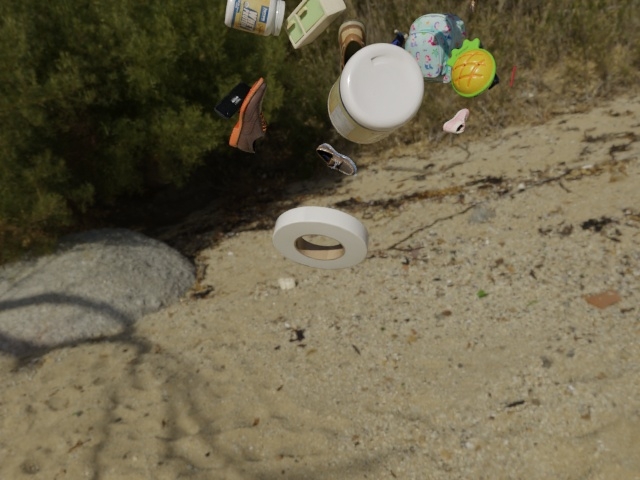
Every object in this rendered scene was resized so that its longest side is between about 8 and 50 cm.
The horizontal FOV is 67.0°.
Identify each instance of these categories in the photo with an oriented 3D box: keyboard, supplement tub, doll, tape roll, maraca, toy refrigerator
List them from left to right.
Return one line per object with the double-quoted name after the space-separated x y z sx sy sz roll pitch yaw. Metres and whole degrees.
-0.322 -0.528 1.870 0.192 0.100 0.038 -55 3 -28 "keyboard"
-0.240 -0.834 1.764 0.199 0.144 0.144 8 4 -15 "supplement tub"
-0.031 -0.788 1.706 0.094 0.102 0.269 -34 12 -24 "toy refrigerator"
0.000 0.000 1.934 0.391 0.072 0.392 7 -30 4 "tape roll"
0.145 -0.406 1.397 0.228 0.228 0.316 -16 4 -7 "supplement tub"
0.332 -0.844 2.082 0.046 0.129 0.189 8 49 36 "doll"
0.419 -0.483 1.351 0.127 0.186 0.099 -31 -33 31 "maraca"

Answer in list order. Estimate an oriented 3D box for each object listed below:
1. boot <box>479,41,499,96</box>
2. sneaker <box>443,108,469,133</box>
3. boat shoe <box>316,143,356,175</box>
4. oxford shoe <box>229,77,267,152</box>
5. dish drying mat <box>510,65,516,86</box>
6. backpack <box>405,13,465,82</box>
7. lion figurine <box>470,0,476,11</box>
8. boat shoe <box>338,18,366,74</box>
0.644 -0.728 2.145 0.246 0.207 0.094 -23 -1 20 "boot"
0.539 -0.452 1.847 0.134 0.051 0.070 -38 43 -17 "sneaker"
0.058 -0.311 1.913 0.066 0.183 0.066 -37 -21 -50 "boat shoe"
-0.211 -0.401 1.565 0.271 0.098 0.097 -56 12 46 "oxford shoe"
0.830 -0.707 2.080 0.008 0.083 0.032 18 30 27 "dish drying mat"
0.448 -0.756 1.900 0.191 0.254 0.225 -17 29 -39 "backpack"
0.578 -1.145 1.983 0.142 0.392 0.240 -15 21 49 "lion figurine"
0.123 -0.623 1.738 0.122 0.120 0.324 -7 -33 11 "boat shoe"
